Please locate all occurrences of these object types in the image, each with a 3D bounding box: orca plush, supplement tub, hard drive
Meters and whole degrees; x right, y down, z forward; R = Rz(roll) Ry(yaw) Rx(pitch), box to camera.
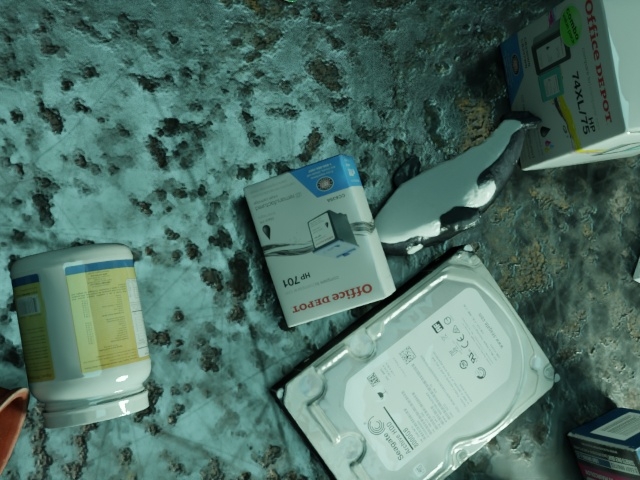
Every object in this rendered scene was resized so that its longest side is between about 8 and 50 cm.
[{"bbox_3d":[0.191,-0.066,1.242,0.151,0.102,0.287,24,64,34],"label":"orca plush"},{"bbox_3d":[-0.281,0.111,1.054,0.144,0.144,0.200,-9,87,-15],"label":"supplement tub"},{"bbox_3d":[0.132,0.194,1.197,0.339,0.064,0.237,-35,94,-14],"label":"hard drive"}]

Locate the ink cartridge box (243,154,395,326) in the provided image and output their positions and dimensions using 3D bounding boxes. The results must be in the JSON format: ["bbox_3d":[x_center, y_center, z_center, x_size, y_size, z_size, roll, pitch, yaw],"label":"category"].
[{"bbox_3d":[0.000,0.000,1.147,0.139,0.082,0.191,-19,88,12],"label":"ink cartridge box"}]

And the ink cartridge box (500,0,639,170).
[{"bbox_3d":[0.402,-0.222,1.197,0.197,0.270,0.198,-9,87,-15],"label":"ink cartridge box"}]

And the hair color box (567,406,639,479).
[{"bbox_3d":[0.479,0.413,1.208,0.105,0.174,0.347,-22,90,-15],"label":"hair color box"}]

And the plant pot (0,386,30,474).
[{"bbox_3d":[-0.498,0.224,0.941,0.265,0.272,0.272,27,79,-3],"label":"plant pot"}]

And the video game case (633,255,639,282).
[{"bbox_3d":[0.590,0.013,1.351,0.201,0.023,0.184,23,80,-12],"label":"video game case"}]
